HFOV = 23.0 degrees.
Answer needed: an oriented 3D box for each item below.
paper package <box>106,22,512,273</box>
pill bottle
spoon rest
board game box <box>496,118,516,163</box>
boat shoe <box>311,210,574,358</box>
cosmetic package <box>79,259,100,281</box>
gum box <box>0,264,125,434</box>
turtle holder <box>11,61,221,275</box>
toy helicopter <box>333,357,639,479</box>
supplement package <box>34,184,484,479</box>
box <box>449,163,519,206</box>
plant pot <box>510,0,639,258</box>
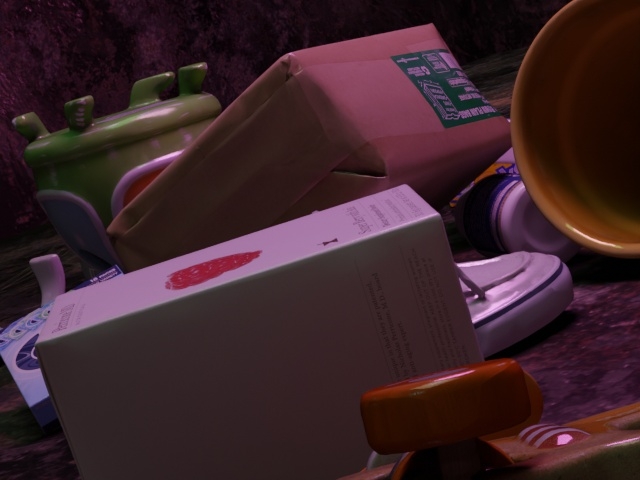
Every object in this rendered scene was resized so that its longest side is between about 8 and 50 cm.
[{"bbox_3d":[-0.001,-0.059,1.602,0.309,0.168,0.325,-41,-11,30],"label":"paper package"},{"bbox_3d":[0.202,-0.024,1.637,0.094,0.094,0.169,-20,9,-15],"label":"pill bottle"},{"bbox_3d":[-0.427,0.123,2.057,0.137,0.084,0.276,-11,24,41],"label":"spoon rest"},{"bbox_3d":[0.276,-0.116,1.849,0.305,0.053,0.193,2,5,4],"label":"board game box"},{"bbox_3d":[0.034,0.046,1.345,0.367,0.156,0.136,-19,10,-8],"label":"boat shoe"},{"bbox_3d":[-0.190,0.018,2.107,0.238,0.107,0.127,-18,10,-25],"label":"cosmetic package"},{"bbox_3d":[-0.245,0.108,1.623,0.157,0.041,0.184,-30,28,-11],"label":"gum box"},{"bbox_3d":[-0.240,-0.066,1.878,0.320,0.227,0.243,-11,10,37],"label":"turtle holder"},{"bbox_3d":[0.130,0.129,0.897,0.355,0.140,0.235,-11,-5,-34],"label":"toy helicopter"},{"bbox_3d":[-0.038,0.091,1.156,0.293,0.175,0.177,-18,10,-2],"label":"supplement package"},{"bbox_3d":[0.246,-0.099,2.113,0.169,0.059,0.054,-17,10,4],"label":"box"},{"bbox_3d":[0.350,-0.114,1.514,0.254,0.254,0.239,-10,-4,39],"label":"plant pot"}]
